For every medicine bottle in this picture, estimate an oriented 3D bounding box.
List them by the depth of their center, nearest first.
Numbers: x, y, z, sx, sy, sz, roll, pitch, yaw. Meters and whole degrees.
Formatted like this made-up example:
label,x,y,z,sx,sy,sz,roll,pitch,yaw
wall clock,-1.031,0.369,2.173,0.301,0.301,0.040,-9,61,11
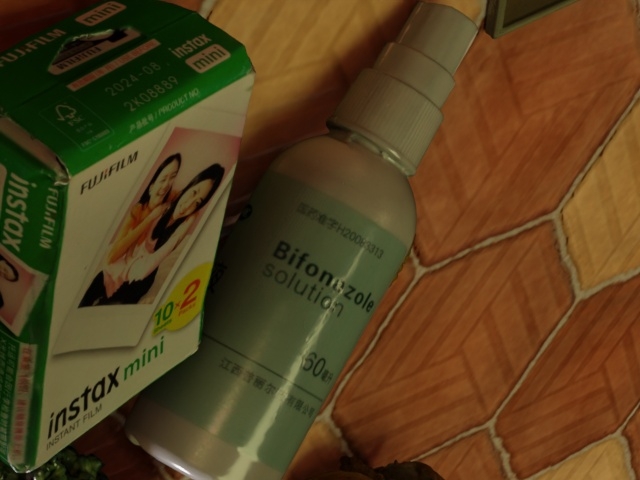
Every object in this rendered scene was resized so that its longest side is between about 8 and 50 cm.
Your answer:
label,x,y,z,sx,sy,sz,roll,pitch,yaw
medicine bottle,0.000,0.000,1.236,0.352,0.110,0.110,-61,148,-5

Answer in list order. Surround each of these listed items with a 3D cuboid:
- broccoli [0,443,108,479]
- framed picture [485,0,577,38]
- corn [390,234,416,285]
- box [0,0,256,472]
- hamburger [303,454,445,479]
label,x,y,z,sx,sy,sz,roll,pitch,yaw
broccoli,-0.212,0.194,1.230,0.160,0.167,0.154,15,81,-25
framed picture,0.183,-0.245,1.290,0.150,0.015,0.203,-28,143,-27
corn,-0.029,0.061,1.324,0.231,0.080,0.080,-46,147,-5
box,-0.137,-0.005,1.076,0.180,0.103,0.250,-36,148,-42
hamburger,0.044,0.269,1.543,0.159,0.185,0.131,-45,154,26
